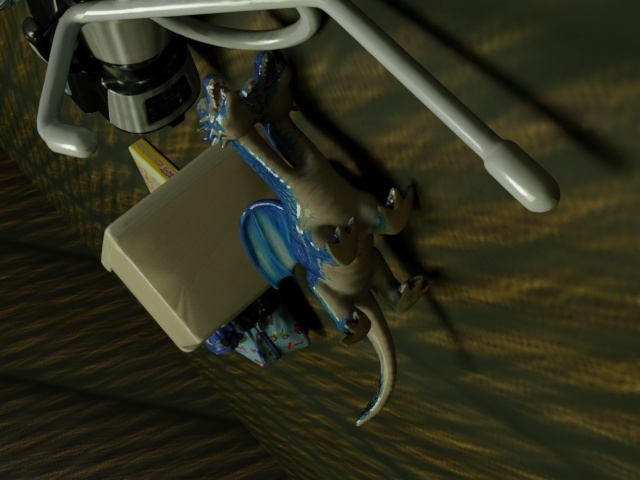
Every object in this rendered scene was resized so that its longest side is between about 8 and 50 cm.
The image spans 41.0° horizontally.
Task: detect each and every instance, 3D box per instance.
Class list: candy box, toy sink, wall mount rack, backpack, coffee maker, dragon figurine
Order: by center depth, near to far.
[{"bbox_3d":[-0.066,-0.106,0.356,0.304,0.131,0.350,4,170,26],"label":"wall mount rack"},{"bbox_3d":[0.000,0.000,0.624,0.144,0.085,0.289,37,155,42],"label":"dragon figurine"},{"bbox_3d":[-0.158,-0.187,0.625,0.178,0.120,0.171,105,148,-68],"label":"coffee maker"},{"bbox_3d":[-0.106,0.011,0.810,0.131,0.153,0.234,51,162,-4],"label":"toy sink"},{"bbox_3d":[-0.098,0.076,0.990,0.158,0.117,0.173,25,153,56],"label":"backpack"},{"bbox_3d":[-0.181,-0.035,1.113,0.105,0.027,0.206,43,162,31],"label":"candy box"}]

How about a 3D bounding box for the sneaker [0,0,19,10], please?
[{"bbox_3d":[-0.341,-0.320,0.751,0.110,0.122,0.283,33,156,43],"label":"sneaker"}]
